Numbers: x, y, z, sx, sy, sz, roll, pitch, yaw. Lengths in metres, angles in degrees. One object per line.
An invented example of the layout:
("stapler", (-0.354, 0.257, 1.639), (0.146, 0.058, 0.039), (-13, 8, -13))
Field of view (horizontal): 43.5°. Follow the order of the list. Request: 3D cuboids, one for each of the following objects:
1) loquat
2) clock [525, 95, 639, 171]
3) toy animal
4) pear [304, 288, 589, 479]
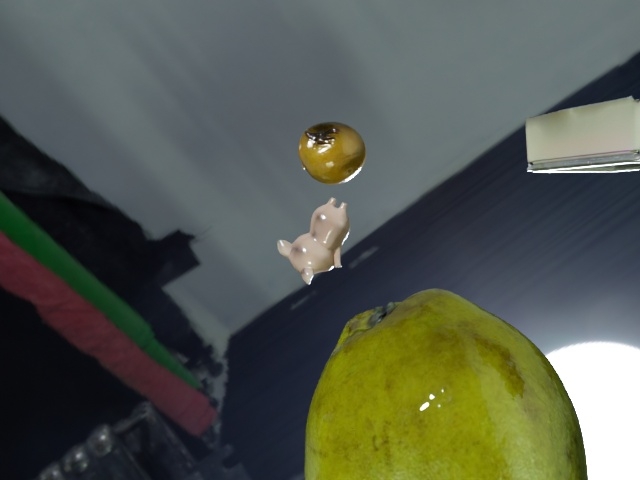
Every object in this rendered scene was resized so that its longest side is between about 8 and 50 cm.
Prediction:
("loquat", (0.023, -0.184, 1.681), (0.141, 0.141, 0.141), (52, -173, -9))
("clock", (0.352, -0.120, 0.931), (0.192, 0.147, 0.071), (-178, 86, -65))
("toy animal", (-0.003, -0.003, 1.354), (0.089, 0.150, 0.083), (35, 175, -36))
("pear", (0.155, 0.270, 0.999), (0.352, 0.352, 0.413), (38, -145, -64))
